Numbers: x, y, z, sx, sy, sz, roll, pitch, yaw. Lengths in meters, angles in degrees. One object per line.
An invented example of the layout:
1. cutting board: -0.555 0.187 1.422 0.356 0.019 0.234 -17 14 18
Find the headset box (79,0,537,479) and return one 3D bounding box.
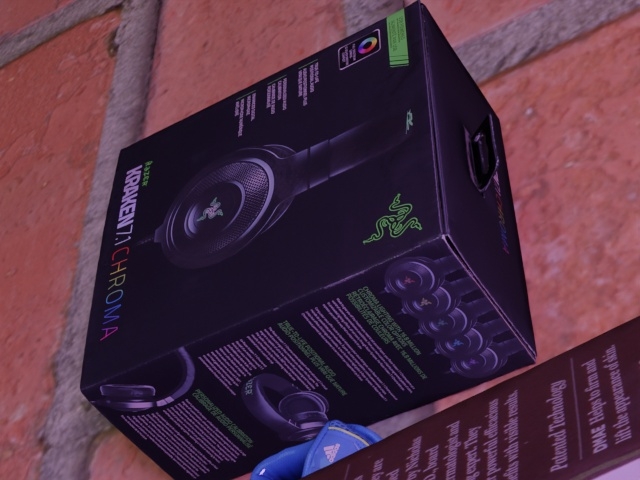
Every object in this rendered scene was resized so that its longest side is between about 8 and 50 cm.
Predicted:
1. headset box: 0.000 0.000 0.930 0.283 0.131 0.246 -23 39 21

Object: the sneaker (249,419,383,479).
1. sneaker: 0.054 0.158 0.713 0.240 0.126 0.091 -3 49 41

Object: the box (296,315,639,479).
1. box: 0.134 0.149 0.566 0.381 0.191 0.143 -29 10 17
